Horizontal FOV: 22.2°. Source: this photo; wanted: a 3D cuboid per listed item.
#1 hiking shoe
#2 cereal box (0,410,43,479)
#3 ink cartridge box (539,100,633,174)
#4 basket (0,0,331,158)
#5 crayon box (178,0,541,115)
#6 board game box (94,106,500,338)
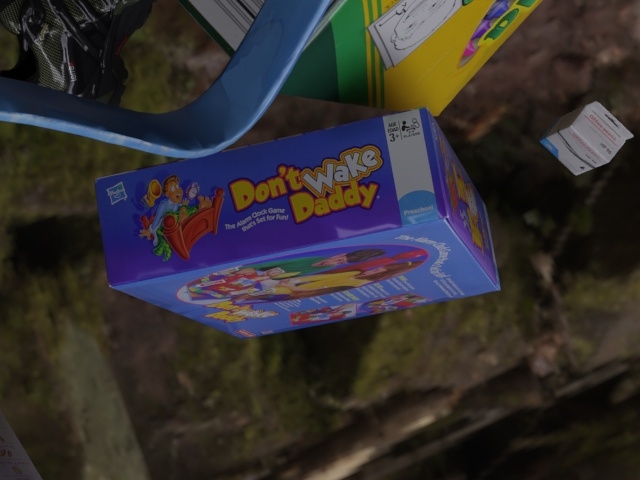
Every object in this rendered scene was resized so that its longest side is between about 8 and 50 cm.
[{"bbox_3d":[-0.190,-0.189,1.236,0.114,0.086,0.227,7,109,-33],"label":"hiking shoe"},{"bbox_3d":[-0.285,0.199,1.210,0.047,0.240,0.173,12,119,-47],"label":"cereal box"},{"bbox_3d":[0.232,-0.089,1.425,0.028,0.048,0.083,-50,-173,-17],"label":"ink cartridge box"},{"bbox_3d":[-0.025,-0.151,0.484,0.289,0.201,0.255,-58,157,14],"label":"basket"},{"bbox_3d":[0.113,-0.252,1.099,0.363,0.106,0.313,-47,162,18],"label":"crayon box"},{"bbox_3d":[0.000,0.000,1.233,0.233,0.078,0.347,-11,169,10],"label":"board game box"}]
